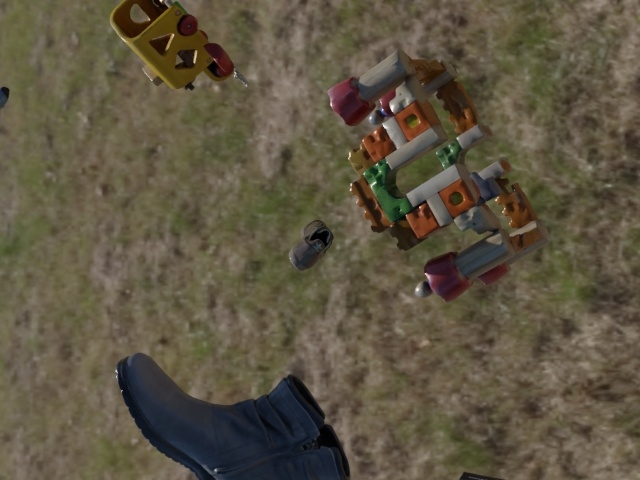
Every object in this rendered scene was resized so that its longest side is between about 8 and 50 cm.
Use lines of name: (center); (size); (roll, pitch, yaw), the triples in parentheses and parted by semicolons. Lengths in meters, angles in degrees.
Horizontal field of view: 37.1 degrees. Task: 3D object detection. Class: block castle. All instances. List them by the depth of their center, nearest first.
block castle: (0.210, -0.118, 1.799); (0.213, 0.303, 0.453); (-32, 81, 28)

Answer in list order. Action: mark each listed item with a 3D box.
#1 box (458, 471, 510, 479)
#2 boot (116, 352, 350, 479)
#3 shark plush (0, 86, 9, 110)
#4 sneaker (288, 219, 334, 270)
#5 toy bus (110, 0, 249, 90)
box: (0.337, 0.490, 1.554); (0.308, 0.242, 0.076); (3, 107, 29)
boot: (-0.122, 0.255, 1.401); (0.223, 0.338, 0.118); (-36, 11, 13)
shark plush: (-0.427, -0.149, 1.154); (0.073, 0.067, 0.161); (60, 137, 39)
sneaker: (0.000, 0.000, 1.783); (0.071, 0.188, 0.066); (-35, 101, 23)
toy bus: (-0.206, -0.268, 1.351); (0.104, 0.202, 0.191); (-41, 7, 2)
